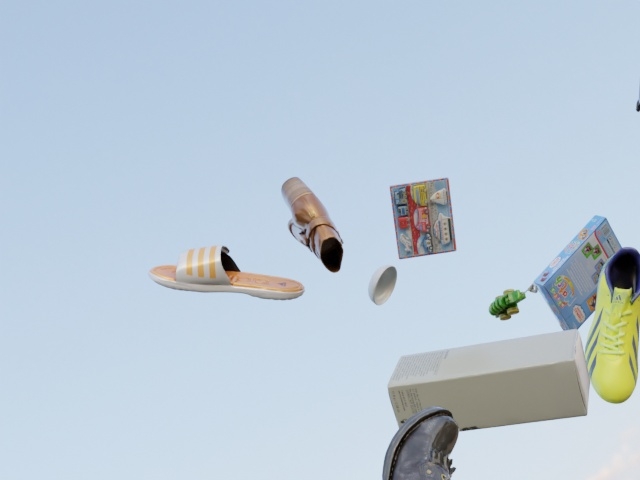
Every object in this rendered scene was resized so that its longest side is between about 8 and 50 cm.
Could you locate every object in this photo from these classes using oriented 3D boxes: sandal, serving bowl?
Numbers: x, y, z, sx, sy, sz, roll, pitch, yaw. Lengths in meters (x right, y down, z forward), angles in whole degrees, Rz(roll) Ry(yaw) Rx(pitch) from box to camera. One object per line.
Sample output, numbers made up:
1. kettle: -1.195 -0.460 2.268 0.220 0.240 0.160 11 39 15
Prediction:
1. sandal: -0.155 0.045 1.807 0.265 0.102 0.076 6 -76 -1
2. serving bowl: 0.117 0.084 2.098 0.083 0.027 0.083 -38 -40 -41

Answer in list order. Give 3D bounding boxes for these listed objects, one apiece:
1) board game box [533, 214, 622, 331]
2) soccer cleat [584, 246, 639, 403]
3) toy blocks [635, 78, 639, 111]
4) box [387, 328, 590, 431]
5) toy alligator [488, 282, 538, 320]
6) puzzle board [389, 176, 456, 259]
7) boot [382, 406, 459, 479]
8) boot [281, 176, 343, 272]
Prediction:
1. board game box: 0.569 0.074 2.301 0.211 0.039 0.160 -45 -60 -15
2. soccer cleat: 0.520 0.143 1.874 0.093 0.289 0.121 8 -30 11
3. toy blocks: 0.648 -0.349 1.627 0.309 0.288 0.260 10 -16 27
4. box: 0.245 0.209 1.551 0.275 0.094 0.113 -10 17 21
5. toy alligator: 0.436 0.140 2.477 0.051 0.056 0.189 0 -24 -21
6. puzzle board: 0.167 -0.035 1.733 0.096 0.011 0.128 -8 -70 2
7. boot: 0.159 0.294 1.085 0.263 0.229 0.091 -53 -40 -39
8. boot: 0.000 0.000 1.791 0.073 0.152 0.197 -33 -37 -1
